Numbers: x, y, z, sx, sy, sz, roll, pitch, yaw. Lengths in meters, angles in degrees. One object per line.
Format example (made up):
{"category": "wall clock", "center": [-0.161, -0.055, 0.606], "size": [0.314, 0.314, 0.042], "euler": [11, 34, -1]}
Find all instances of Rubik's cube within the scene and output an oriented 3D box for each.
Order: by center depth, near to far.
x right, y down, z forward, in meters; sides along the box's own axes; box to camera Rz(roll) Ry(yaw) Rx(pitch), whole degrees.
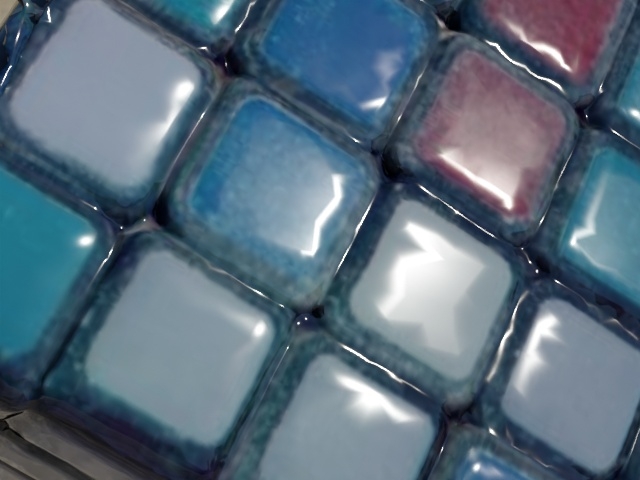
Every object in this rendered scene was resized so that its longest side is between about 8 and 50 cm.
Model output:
{"category": "Rubik's cube", "center": [0.000, 0.000, 0.529], "size": [0.287, 0.293, 0.292], "euler": [33, 66, -12]}
